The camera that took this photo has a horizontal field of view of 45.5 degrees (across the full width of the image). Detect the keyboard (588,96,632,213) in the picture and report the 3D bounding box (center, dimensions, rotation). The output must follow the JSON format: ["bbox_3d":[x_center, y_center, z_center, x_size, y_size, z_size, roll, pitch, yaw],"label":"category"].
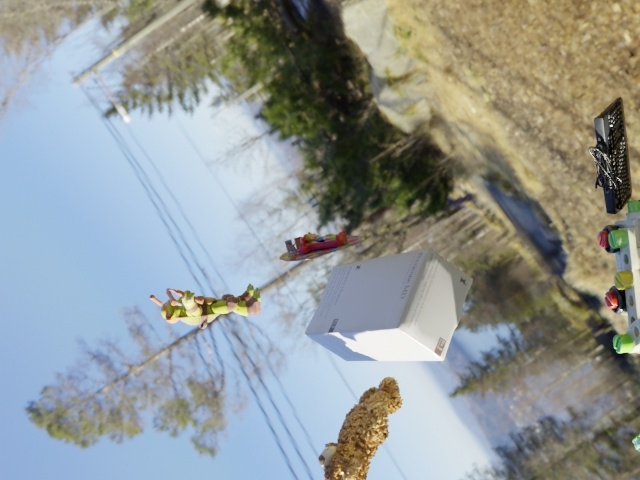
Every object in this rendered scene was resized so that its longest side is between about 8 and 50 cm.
[{"bbox_3d":[0.469,-0.120,1.202,0.038,0.100,0.192,21,143,47],"label":"keyboard"}]

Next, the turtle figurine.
[{"bbox_3d":[-0.236,0.138,1.580,0.269,0.218,0.087,151,113,-73],"label":"turtle figurine"}]

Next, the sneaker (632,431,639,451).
[{"bbox_3d":[0.869,0.494,1.774,0.202,0.185,0.483,55,-175,19],"label":"sneaker"}]

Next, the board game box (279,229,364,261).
[{"bbox_3d":[0.000,0.000,1.467,0.133,0.169,0.033,10,116,66],"label":"board game box"}]

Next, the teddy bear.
[{"bbox_3d":[0.091,0.472,1.886,0.113,0.338,0.245,43,154,-10],"label":"teddy bear"}]

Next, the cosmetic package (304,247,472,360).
[{"bbox_3d":[0.153,0.162,1.806,0.156,0.217,0.385,34,154,-22],"label":"cosmetic package"}]

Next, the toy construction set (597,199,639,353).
[{"bbox_3d":[0.532,0.051,1.183,0.215,0.151,0.327,164,114,-86],"label":"toy construction set"}]
